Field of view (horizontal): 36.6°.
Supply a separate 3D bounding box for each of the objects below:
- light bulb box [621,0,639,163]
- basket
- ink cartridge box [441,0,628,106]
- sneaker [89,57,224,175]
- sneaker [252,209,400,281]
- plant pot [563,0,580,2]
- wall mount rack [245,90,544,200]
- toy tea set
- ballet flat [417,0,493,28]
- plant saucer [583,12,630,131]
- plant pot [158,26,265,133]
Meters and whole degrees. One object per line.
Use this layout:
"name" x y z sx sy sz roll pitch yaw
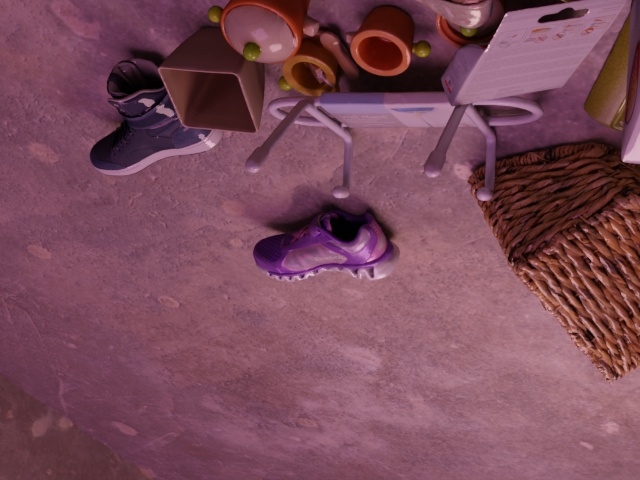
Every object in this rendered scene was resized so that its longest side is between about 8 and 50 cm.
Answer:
"light bulb box" 0.453 -0.230 0.753 0.361 0.225 0.358 8 146 9
"basket" 0.372 -0.002 1.288 0.213 0.223 0.299 -36 125 14
"ink cartridge box" 0.219 -0.210 1.013 0.146 0.045 0.179 -12 159 -15
"sneaker" -0.271 -0.173 1.359 0.226 0.086 0.163 -14 147 27
"sneaker" 0.000 0.000 1.498 0.237 0.095 0.104 -2 136 23
"plant pot" 0.253 -0.288 0.943 0.083 0.083 0.079 29 134 -14
"wall mount rack" 0.077 -0.115 1.148 0.350 0.130 0.304 2 174 22
"toy tea set" 0.039 -0.236 1.079 0.336 0.124 0.200 -11 137 39
"ballet flat" 0.098 -0.268 0.963 0.168 0.057 0.052 25 160 4
"plant saucer" 0.407 -0.163 1.069 0.188 0.045 0.188 17 148 4
"plant pot" -0.125 -0.211 1.230 0.109 0.096 0.109 8 146 19
